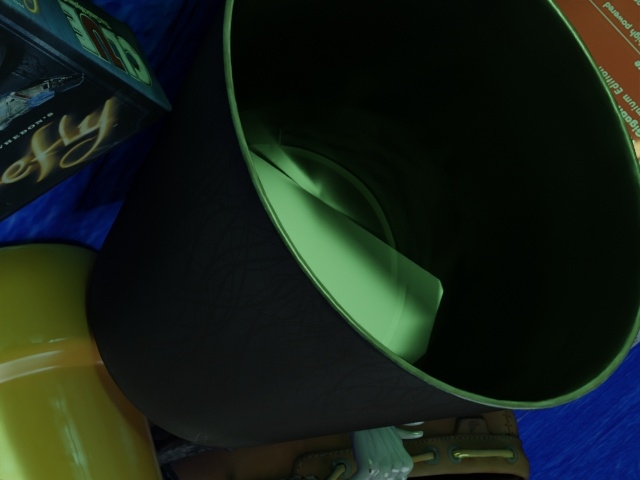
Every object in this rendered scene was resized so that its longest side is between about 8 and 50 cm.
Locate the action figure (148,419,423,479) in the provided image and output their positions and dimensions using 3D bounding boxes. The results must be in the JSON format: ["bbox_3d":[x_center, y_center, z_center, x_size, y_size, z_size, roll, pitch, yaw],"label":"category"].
[{"bbox_3d":[0.006,0.066,0.964,0.275,0.141,0.164,-34,175,17],"label":"action figure"}]

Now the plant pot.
[{"bbox_3d":[-0.152,0.134,0.842,0.205,0.188,0.205,-25,161,-9],"label":"plant pot"}]

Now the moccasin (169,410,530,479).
[{"bbox_3d":[-0.020,0.185,1.224,0.380,0.147,0.139,-14,156,-37],"label":"moccasin"}]

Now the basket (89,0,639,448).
[{"bbox_3d":[0.000,0.000,0.734,0.154,0.204,0.227,-25,172,-30],"label":"basket"}]

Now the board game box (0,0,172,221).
[{"bbox_3d":[-0.190,-0.016,0.625,0.243,0.042,0.165,-32,161,11],"label":"board game box"}]

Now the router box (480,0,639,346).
[{"bbox_3d":[0.227,-0.092,0.877,0.301,0.082,0.335,-38,162,-4],"label":"router box"}]
